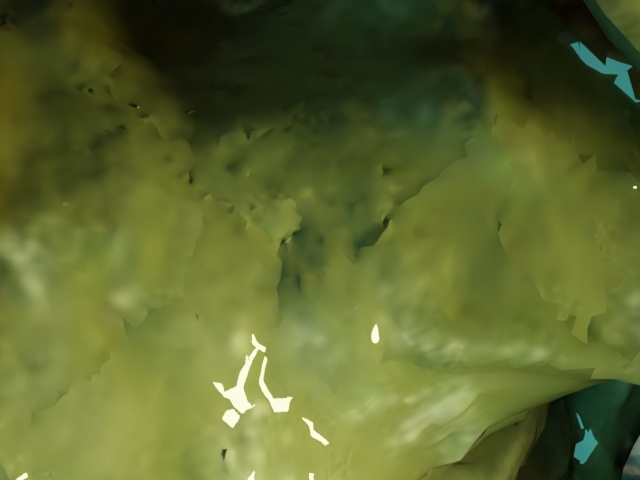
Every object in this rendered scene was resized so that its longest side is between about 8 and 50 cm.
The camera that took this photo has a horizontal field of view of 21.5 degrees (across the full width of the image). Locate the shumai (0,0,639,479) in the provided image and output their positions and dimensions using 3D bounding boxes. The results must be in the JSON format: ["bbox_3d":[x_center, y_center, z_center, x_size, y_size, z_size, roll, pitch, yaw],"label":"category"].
[{"bbox_3d":[0.000,0.000,0.510,0.348,0.395,0.395,-22,118,21],"label":"shumai"}]
